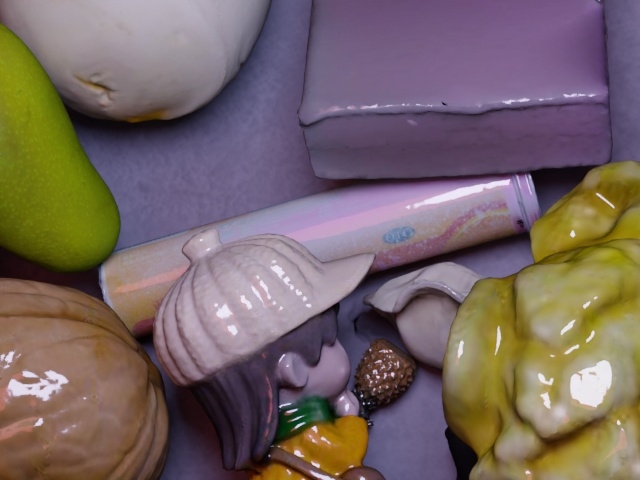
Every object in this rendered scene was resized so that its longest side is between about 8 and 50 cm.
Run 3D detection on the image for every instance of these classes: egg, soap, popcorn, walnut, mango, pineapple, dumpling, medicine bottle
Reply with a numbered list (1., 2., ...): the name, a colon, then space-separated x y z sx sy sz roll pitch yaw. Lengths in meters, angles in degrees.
1. egg: -0.178 -0.295 1.668 0.283 0.283 0.345 5 69 12
2. soap: 0.130 -0.199 1.617 0.285 0.107 0.296 -1 49 10
3. popcorn: 0.265 0.116 1.429 0.294 0.334 0.292 10 116 17
4. walnut: -0.299 0.173 1.568 0.313 0.277 0.252 -24 71 6
5. mango: -0.292 -0.084 1.582 0.143 0.293 0.175 -28 27 18
6. pineapple: 0.040 0.155 1.634 0.058 0.058 0.124 38 99 17
7. dumpling: 0.119 0.068 1.591 0.169 0.134 0.100 35 85 20
8. medicine bottle: 0.000 0.000 1.653 0.426 0.108 0.108 -16 73 8

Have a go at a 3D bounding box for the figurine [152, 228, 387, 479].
1. figurine: -0.045 0.154 1.517 0.205 0.185 0.332 6 74 -28

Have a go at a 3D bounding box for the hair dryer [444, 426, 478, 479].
1. hair dryer: 0.109 0.275 1.578 0.251 0.089 0.197 -23 74 14
